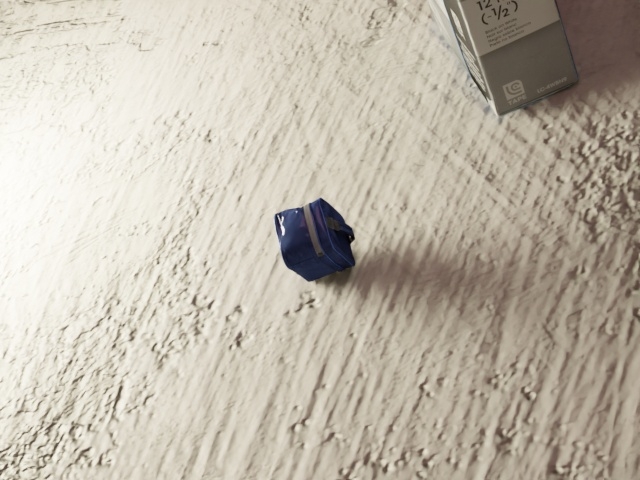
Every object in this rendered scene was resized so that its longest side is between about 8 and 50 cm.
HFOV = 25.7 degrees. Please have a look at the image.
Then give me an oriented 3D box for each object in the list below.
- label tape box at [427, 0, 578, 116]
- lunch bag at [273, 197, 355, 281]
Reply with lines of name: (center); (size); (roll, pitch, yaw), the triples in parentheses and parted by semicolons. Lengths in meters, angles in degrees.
label tape box: (0.160, -0.348, 1.571); (0.115, 0.347, 0.249); (-25, 39, 3)
lunch bag: (0.000, 0.000, 1.488); (0.065, 0.098, 0.067); (-19, 70, 15)
